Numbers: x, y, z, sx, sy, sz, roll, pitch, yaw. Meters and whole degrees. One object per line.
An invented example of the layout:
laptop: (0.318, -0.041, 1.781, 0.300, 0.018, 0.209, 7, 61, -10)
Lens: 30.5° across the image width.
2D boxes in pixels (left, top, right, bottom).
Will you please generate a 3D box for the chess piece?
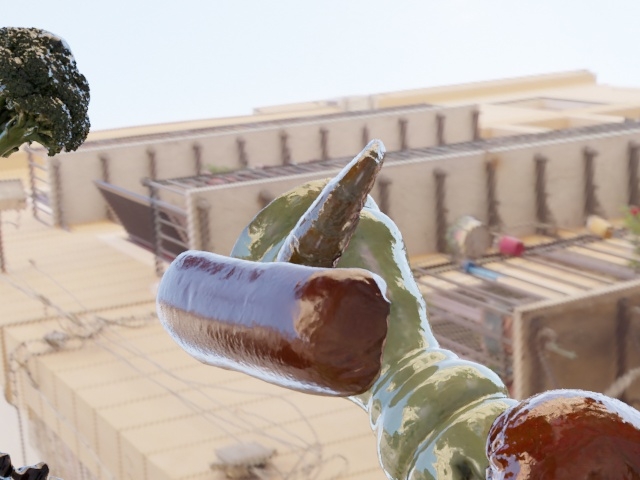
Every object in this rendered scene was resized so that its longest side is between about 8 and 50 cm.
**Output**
chess piece: (0.082, 0.142, 1.348, 0.234, 0.442, 0.234, -22, -41, -21)

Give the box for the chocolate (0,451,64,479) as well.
chocolate: (-0.270, 0.221, 0.870, 0.206, 0.224, 0.177, 45, -144, 10)

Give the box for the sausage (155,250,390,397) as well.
sausage: (-0.043, 0.056, 0.862, 0.083, 0.300, 0.089, 24, -100, -27)

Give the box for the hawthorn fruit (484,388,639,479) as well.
hawthorn fruit: (0.180, 0.167, 0.801, 0.138, 0.133, 0.133, 4, -81, 0)

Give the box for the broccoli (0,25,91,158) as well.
broccoli: (-0.301, -0.149, 1.208, 0.138, 0.162, 0.146, -55, -25, 4)

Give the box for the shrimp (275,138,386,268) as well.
shrimp: (0.000, 0.000, 1.002, 0.047, 0.223, 0.126, 33, -140, 1)
